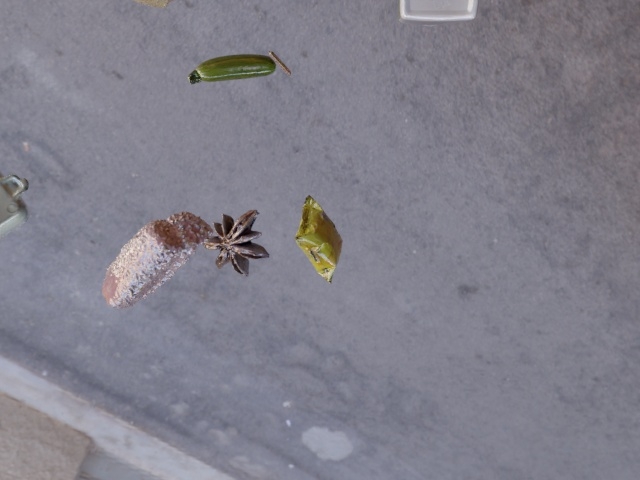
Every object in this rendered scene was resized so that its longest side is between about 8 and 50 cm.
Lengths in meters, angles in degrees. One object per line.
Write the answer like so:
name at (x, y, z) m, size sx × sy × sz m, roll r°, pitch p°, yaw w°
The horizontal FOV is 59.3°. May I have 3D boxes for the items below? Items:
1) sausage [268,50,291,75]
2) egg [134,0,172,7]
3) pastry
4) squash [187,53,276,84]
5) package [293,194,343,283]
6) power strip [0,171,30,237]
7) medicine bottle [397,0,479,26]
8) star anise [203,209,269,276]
sausage at (-0.111, -0.489, 1.552) m, size 0.015 × 0.015 × 0.100 m, roll -21°, pitch 142°, yaw 27°
egg at (-0.370, -0.615, 1.177) m, size 0.203 × 0.203 × 0.245 m, roll -22°, pitch 104°, yaw 27°
pastry at (-0.346, 0.041, 1.135) m, size 0.265 × 0.112 × 0.103 m, roll -41°, pitch 82°, yaw 8°
squash at (-0.238, -0.467, 1.521) m, size 0.251 × 0.066 × 0.066 m, roll -14°, pitch 139°, yaw -24°
package at (0.000, 0.000, 1.612) m, size 0.090 × 0.168 × 0.226 m, roll -9°, pitch 136°, yaw 27°
power strip at (-0.424, -0.005, 0.548) m, size 0.118 × 0.270 × 0.046 m, roll 54°, pitch 163°, yaw -6°
medicine bottle at (0.203, -0.431, 1.001) m, size 0.131 × 0.188 × 0.088 m, roll 1°, pitch 109°, yaw 5°
star anise at (-0.256, 0.006, 1.719) m, size 0.229 × 0.093 × 0.237 m, roll 28°, pitch 113°, yaw 11°
